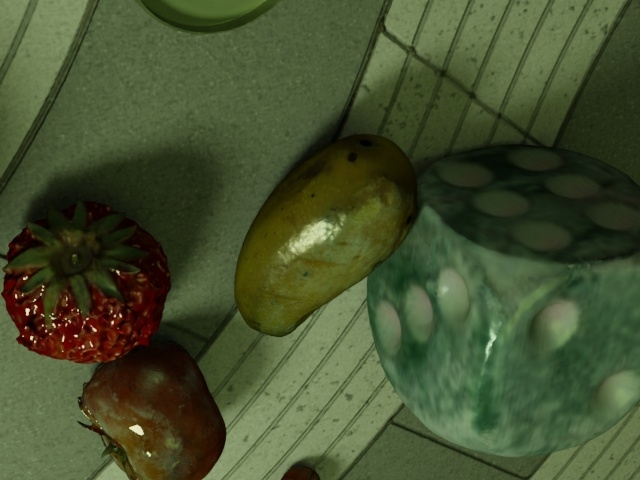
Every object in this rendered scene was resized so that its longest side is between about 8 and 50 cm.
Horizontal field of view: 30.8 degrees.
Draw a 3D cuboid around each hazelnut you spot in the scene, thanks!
[{"bbox_3d":[-0.030,0.405,1.859,0.086,0.086,0.086,-15,126,-21],"label":"hazelnut"}]

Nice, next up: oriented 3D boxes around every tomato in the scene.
[{"bbox_3d":[-0.216,0.259,1.577,0.180,0.155,0.214,-32,130,-12],"label":"tomato"}]

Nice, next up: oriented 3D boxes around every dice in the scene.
[{"bbox_3d":[0.279,0.076,1.643,0.330,0.328,0.348,-7,123,-26],"label":"dice"}]

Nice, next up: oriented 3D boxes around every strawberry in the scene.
[{"bbox_3d":[-0.278,0.077,1.443,0.205,0.205,0.244,-25,149,-13],"label":"strawberry"}]

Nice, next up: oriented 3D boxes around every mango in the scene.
[{"bbox_3d":[-0.004,-0.006,1.551,0.329,0.175,0.176,-39,103,25],"label":"mango"}]

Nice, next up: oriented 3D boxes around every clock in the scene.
[{"bbox_3d":[-0.121,-0.348,1.334,0.235,0.029,0.235,-14,126,-21],"label":"clock"}]
